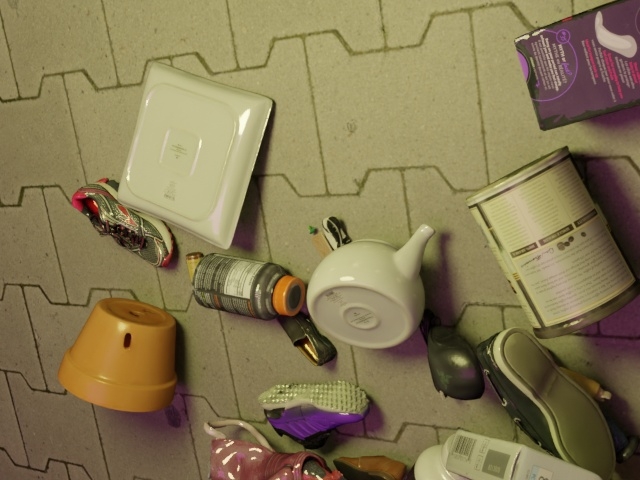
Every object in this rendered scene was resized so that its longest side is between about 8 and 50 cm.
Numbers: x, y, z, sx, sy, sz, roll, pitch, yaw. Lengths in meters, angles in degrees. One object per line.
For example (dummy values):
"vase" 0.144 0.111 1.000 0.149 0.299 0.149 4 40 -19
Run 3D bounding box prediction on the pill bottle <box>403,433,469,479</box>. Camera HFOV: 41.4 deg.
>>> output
"pill bottle" 0.248 0.557 1.774 0.181 0.181 0.323 36 121 18

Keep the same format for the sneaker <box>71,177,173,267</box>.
"sneaker" -0.485 -0.029 2.084 0.299 0.112 0.121 37 123 16

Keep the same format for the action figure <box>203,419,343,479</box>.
"action figure" -0.077 0.533 1.971 0.370 0.248 0.276 -19 76 45

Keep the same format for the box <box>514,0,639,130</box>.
"box" 0.475 -0.298 1.355 0.270 0.143 0.165 -13 101 35

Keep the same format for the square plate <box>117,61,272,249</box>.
"square plate" -0.300 -0.196 1.887 0.347 0.049 0.344 22 100 27

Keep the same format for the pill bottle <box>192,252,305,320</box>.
"pill bottle" -0.158 0.108 1.910 0.245 0.130 0.130 9 111 30

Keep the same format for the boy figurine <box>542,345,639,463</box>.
"boy figurine" 0.460 0.315 1.611 0.285 0.092 0.177 46 125 12

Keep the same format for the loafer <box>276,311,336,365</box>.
"loafer" -0.042 0.216 1.915 0.170 0.061 0.062 39 124 16

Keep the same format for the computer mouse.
"computer mouse" 0.239 0.242 1.633 0.072 0.272 0.188 -17 95 -7

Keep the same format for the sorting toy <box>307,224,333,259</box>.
"sorting toy" 0.000 0.000 1.833 0.083 0.012 0.062 60 154 1

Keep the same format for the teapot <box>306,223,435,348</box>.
"teapot" 0.098 0.087 1.714 0.256 0.187 0.252 6 138 14

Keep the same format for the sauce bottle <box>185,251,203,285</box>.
"sauce bottle" -0.295 0.092 2.048 0.042 0.042 0.128 1 108 32

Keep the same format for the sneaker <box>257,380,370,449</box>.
"sneaker" 0.000 0.409 1.942 0.293 0.102 0.146 -5 110 37

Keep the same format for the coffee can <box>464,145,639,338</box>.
"coffee can" 0.402 0.003 1.470 0.201 0.201 0.275 -28 90 36

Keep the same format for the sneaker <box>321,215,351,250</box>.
"sneaker" 0.036 -0.004 1.810 0.043 0.040 0.109 6 121 65

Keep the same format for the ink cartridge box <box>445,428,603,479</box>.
"ink cartridge box" 0.452 0.451 1.513 0.385 0.308 0.091 21 78 -7

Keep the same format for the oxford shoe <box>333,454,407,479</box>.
"oxford shoe" 0.114 0.519 1.922 0.212 0.076 0.076 -2 123 49

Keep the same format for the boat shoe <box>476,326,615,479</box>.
"boat shoe" 0.397 0.302 1.524 0.340 0.127 0.113 47 151 -12

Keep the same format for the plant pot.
"plant pot" -0.483 0.270 2.101 0.291 0.291 0.203 21 101 25
